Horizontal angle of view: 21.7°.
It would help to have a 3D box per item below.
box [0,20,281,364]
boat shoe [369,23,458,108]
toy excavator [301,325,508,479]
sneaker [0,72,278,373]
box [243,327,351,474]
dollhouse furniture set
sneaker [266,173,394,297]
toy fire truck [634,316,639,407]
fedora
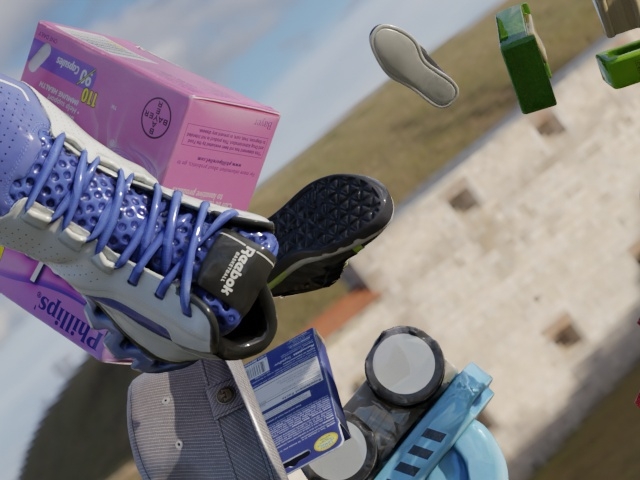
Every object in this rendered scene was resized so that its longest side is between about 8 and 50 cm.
[{"bbox_3d":[-0.182,-0.043,1.480,0.117,0.213,0.243,6,-72,-50],"label":"box"},{"bbox_3d":[0.090,-0.180,1.689,0.046,0.125,0.038,-51,34,9],"label":"boat shoe"},{"bbox_3d":[0.155,0.395,2.193,0.433,0.445,0.222,-51,-11,-9],"label":"toy excavator"},{"bbox_3d":[-0.130,-0.010,1.192,0.182,0.315,0.127,1,57,45],"label":"sneaker"},{"bbox_3d":[-0.041,0.213,2.025,0.136,0.036,0.225,-29,34,9],"label":"box"},{"bbox_3d":[0.274,-0.322,1.883,0.197,0.302,0.151,-17,18,12],"label":"dollhouse furniture set"},{"bbox_3d":[0.000,0.000,1.745,0.234,0.084,0.097,-26,-29,38],"label":"sneaker"},{"bbox_3d":[0.478,0.191,2.192,0.047,0.192,0.135,-8,-50,-36],"label":"toy fire truck"},{"bbox_3d":[-0.102,0.211,1.549,0.124,0.275,0.244,-20,-24,-7],"label":"fedora"}]
